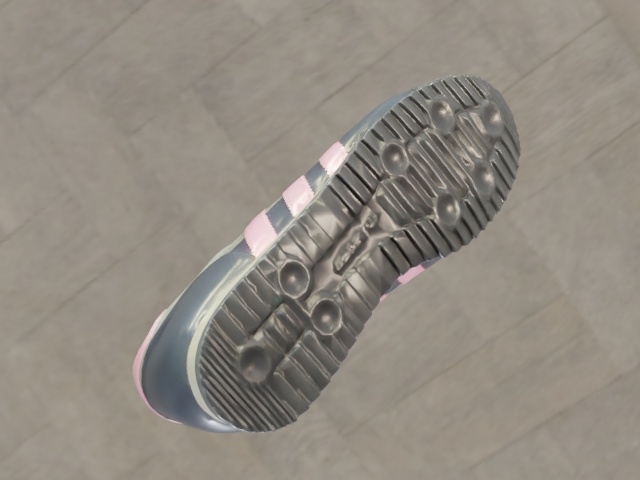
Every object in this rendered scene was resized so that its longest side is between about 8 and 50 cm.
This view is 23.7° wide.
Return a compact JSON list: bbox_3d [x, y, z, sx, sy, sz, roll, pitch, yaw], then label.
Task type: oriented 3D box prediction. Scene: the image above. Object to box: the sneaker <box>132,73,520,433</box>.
[{"bbox_3d":[0.000,0.000,0.975,0.131,0.319,0.112,-12,114,53],"label":"sneaker"}]
